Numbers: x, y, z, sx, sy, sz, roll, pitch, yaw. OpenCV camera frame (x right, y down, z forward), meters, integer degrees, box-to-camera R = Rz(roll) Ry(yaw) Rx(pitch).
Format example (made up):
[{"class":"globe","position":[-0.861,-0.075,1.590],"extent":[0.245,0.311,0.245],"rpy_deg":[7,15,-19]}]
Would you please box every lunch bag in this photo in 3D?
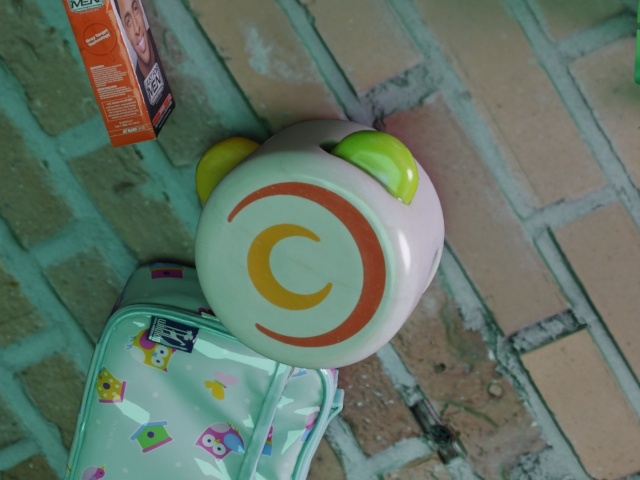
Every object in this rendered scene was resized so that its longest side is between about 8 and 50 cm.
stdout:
[{"class":"lunch bag","position":[-0.103,0.165,1.806],"extent":[0.224,0.108,0.279],"rpy_deg":[18,118,1]}]

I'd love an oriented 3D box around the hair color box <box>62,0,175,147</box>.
[{"class":"hair color box","position":[-0.168,-0.158,1.672],"extent":[0.043,0.072,0.141],"rpy_deg":[-11,115,16]}]

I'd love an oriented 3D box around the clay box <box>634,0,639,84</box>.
[{"class":"clay box","position":[0.356,-0.176,1.536],"extent":[0.222,0.053,0.127],"rpy_deg":[4,128,8]}]

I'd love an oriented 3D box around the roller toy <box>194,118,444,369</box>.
[{"class":"roller toy","position":[0.000,0.000,1.682],"extent":[0.209,0.146,0.191],"rpy_deg":[-7,106,19]}]

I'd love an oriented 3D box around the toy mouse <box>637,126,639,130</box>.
[{"class":"toy mouse","position":[0.342,-0.153,1.608],"extent":[0.161,0.031,0.143],"rpy_deg":[4,118,8]}]
